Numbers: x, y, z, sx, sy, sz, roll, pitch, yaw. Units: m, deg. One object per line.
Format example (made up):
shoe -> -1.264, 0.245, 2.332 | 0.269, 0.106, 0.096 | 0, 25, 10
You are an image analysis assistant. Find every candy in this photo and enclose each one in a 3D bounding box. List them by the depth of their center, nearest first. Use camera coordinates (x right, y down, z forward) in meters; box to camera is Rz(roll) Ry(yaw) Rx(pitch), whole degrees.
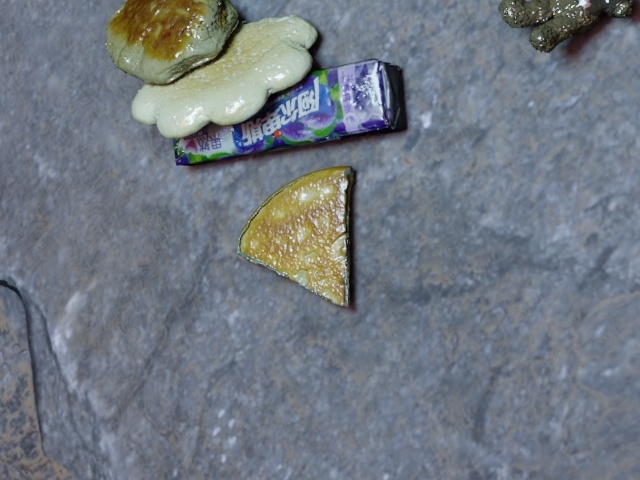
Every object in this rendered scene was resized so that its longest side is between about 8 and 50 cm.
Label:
candy -> -0.048, -0.156, 1.650 | 0.312, 0.061, 0.088 | -8, 87, 25

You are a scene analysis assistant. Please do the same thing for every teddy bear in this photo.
teddy bear -> 0.291, -0.268, 1.489 | 0.160, 0.078, 0.119 | -38, 50, 3

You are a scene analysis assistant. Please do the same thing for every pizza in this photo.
pizza -> 0.000, 0.000, 1.638 | 0.185, 0.036, 0.176 | -46, 72, 15

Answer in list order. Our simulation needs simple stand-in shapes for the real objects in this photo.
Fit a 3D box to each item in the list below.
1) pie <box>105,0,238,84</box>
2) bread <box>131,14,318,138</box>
pie -> -0.192, -0.271, 1.675 | 0.163, 0.079, 0.193 | -50, 47, -10
bread -> -0.125, -0.202, 1.645 | 0.250, 0.039, 0.182 | -11, 39, 24
